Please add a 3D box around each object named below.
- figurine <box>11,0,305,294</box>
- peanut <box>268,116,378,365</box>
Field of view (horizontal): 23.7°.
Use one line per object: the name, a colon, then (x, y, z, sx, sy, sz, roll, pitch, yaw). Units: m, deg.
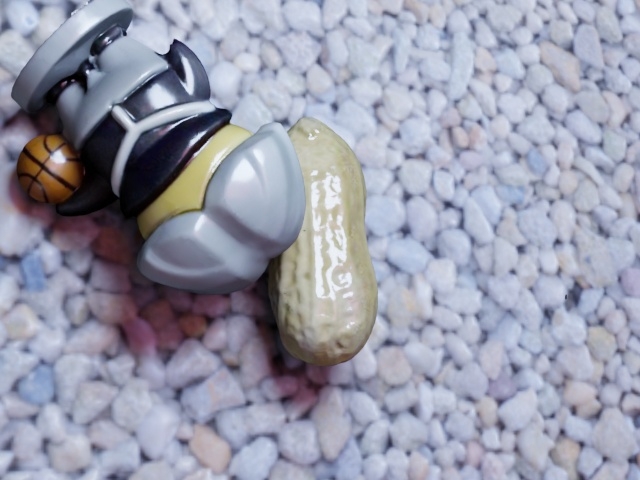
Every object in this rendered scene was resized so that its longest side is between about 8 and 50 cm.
figurine: (-0.125, -0.059, 1.182, 0.236, 0.133, 0.176, 44, 100, 2)
peanut: (0.000, 0.000, 1.262, 0.098, 0.090, 0.214, 29, 54, -63)
